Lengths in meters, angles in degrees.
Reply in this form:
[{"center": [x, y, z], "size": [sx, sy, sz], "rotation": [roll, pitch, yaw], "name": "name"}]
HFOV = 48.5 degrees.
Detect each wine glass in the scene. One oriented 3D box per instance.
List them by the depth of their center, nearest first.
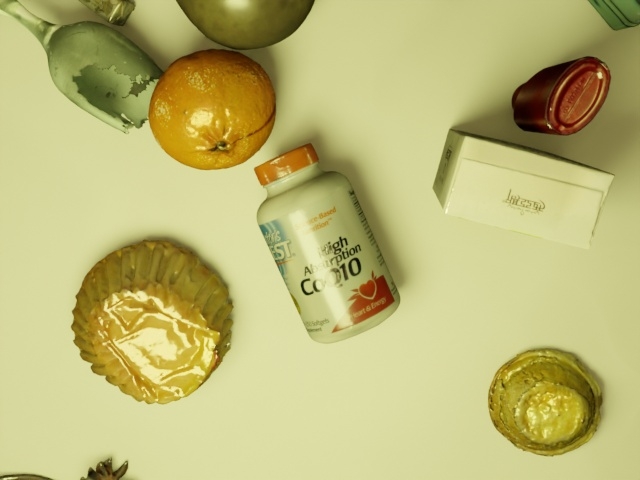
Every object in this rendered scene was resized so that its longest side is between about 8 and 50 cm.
[{"center": [-0.389, -0.298, 1.090], "size": [0.321, 0.143, 0.143], "rotation": [33, 100, -2], "name": "wine glass"}]

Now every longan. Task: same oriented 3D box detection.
[{"center": [-0.111, -0.376, 1.025], "size": [0.220, 0.196, 0.197], "rotation": [8, 100, -1], "name": "longan"}]

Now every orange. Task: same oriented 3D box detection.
[{"center": [-0.158, -0.190, 1.058], "size": [0.193, 0.193, 0.161], "rotation": [-33, 63, 9], "name": "orange"}]

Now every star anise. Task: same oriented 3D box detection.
[{"center": [-0.444, 0.457, 1.243], "size": [0.227, 0.148, 0.218], "rotation": [-22, 133, 34], "name": "star anise"}]

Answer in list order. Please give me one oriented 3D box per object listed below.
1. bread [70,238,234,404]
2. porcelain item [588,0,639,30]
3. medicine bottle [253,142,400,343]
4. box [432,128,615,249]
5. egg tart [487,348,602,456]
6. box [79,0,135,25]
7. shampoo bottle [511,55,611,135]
[{"center": [-0.274, 0.137, 1.146], "size": [0.274, 0.149, 0.274], "rotation": [0, 98, -2], "name": "bread"}, {"center": [0.478, -0.460, 0.981], "size": [0.286, 0.157, 0.281], "rotation": [-40, 93, 9], "name": "porcelain item"}, {"center": [0.000, 0.000, 1.093], "size": [0.157, 0.157, 0.289], "rotation": [-24, 97, 8], "name": "medicine bottle"}, {"center": [0.270, -0.083, 1.006], "size": [0.194, 0.260, 0.111], "rotation": [15, 104, 3], "name": "box"}, {"center": [0.366, 0.270, 1.151], "size": [0.191, 0.074, 0.191], "rotation": [1, 100, 7], "name": "egg tart"}, {"center": [-0.345, -0.380, 1.109], "size": [0.098, 0.062, 0.045], "rotation": [37, 103, -4], "name": "box"}, {"center": [0.319, -0.196, 0.982], "size": [0.064, 0.260, 0.102], "rotation": [29, 101, -1], "name": "shampoo bottle"}]
